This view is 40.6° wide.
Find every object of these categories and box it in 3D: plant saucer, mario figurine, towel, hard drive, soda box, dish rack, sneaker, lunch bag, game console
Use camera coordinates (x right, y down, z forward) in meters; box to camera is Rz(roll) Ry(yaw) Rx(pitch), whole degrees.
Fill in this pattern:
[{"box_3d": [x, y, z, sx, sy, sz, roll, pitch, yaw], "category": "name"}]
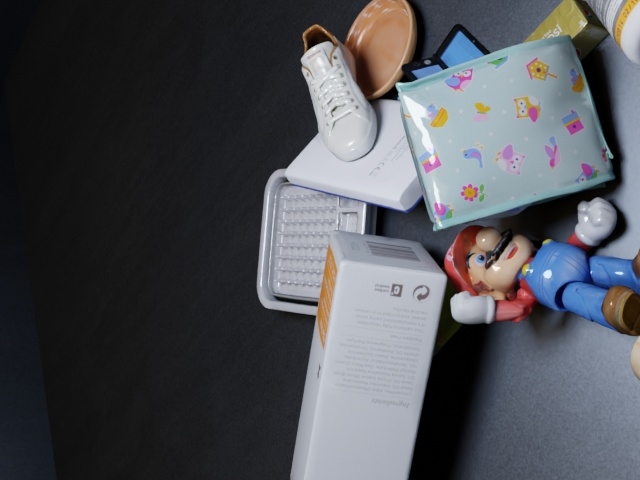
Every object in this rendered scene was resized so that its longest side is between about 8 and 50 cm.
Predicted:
[{"box_3d": [0.110, -0.349, 1.580, 0.200, 0.037, 0.200, -23, 60, 48], "category": "plant saucer"}, {"box_3d": [0.293, 0.031, 1.177, 0.320, 0.198, 0.170, 7, 103, 49], "category": "mario figurine"}, {"box_3d": [0.201, 0.103, 1.420, 0.237, 0.021, 0.102, -54, 47, 33], "category": "towel"}, {"box_3d": [0.099, -0.157, 1.487, 0.210, 0.040, 0.319, -50, 34, -17], "category": "hard drive"}, {"box_3d": [0.332, -0.269, 1.272, 0.181, 0.058, 0.061, -47, 51, 38], "category": "soda box"}, {"box_3d": [0.000, 0.000, 1.659, 0.333, 0.072, 0.285, 1, 87, 53], "category": "dish rack"}, {"box_3d": [0.014, -0.264, 1.516, 0.106, 0.123, 0.290, -29, 49, 18], "category": "sneaker"}, {"box_3d": [0.257, -0.147, 1.205, 0.160, 0.262, 0.223, 16, -123, -85], "category": "lunch bag"}, {"box_3d": [0.208, -0.292, 1.433, 0.071, 0.107, 0.122, 91, 155, -45], "category": "game console"}]

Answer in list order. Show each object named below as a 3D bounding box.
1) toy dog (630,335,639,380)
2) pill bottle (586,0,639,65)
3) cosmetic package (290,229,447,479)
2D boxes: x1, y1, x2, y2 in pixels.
[{"box_3d": [0.461, 0.214, 0.922, 0.161, 0.333, 0.220, -24, 39, 5], "category": "toy dog"}, {"box_3d": [0.403, -0.368, 1.109, 0.162, 0.162, 0.278, -49, 49, 37], "category": "pill bottle"}, {"box_3d": [0.063, 0.232, 1.369, 0.230, 0.162, 0.453, -106, 25, -78], "category": "cosmetic package"}]
